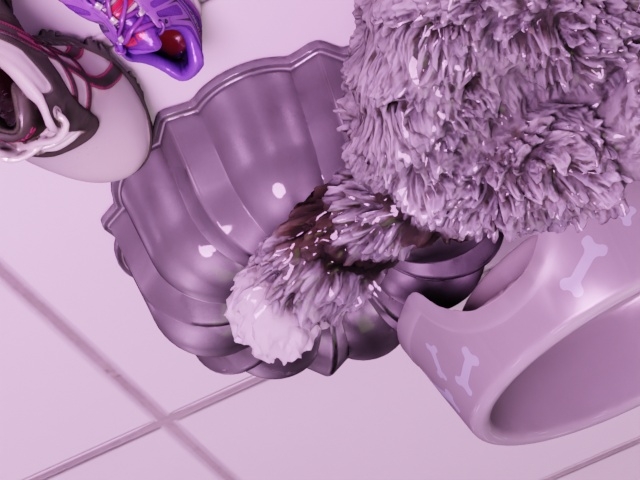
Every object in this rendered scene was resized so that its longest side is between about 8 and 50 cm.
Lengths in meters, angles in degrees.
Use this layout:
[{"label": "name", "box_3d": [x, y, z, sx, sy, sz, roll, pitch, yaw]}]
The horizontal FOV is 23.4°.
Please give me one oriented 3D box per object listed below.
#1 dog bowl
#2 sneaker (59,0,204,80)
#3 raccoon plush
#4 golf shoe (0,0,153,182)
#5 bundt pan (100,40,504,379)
[{"label": "dog bowl", "box_3d": [0.238, 0.046, 1.237, 0.349, 0.102, 0.349, -22, 155, -11]}, {"label": "sneaker", "box_3d": [-0.128, -0.156, 0.992, 0.068, 0.071, 0.170, -36, 142, 22]}, {"label": "raccoon plush", "box_3d": [0.030, -0.114, 0.919, 0.299, 0.216, 0.446, 36, 104, -32]}, {"label": "golf shoe", "box_3d": [-0.196, -0.088, 1.013, 0.105, 0.120, 0.273, -31, 146, 13]}, {"label": "bundt pan", "box_3d": [0.000, 0.000, 1.228, 0.331, 0.124, 0.331, -13, 146, -9]}]
